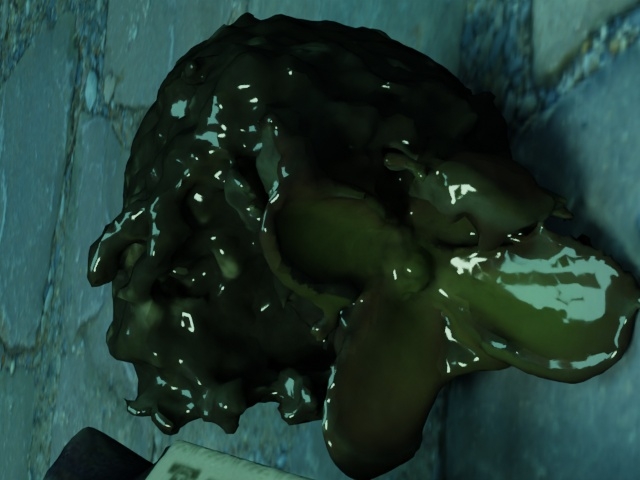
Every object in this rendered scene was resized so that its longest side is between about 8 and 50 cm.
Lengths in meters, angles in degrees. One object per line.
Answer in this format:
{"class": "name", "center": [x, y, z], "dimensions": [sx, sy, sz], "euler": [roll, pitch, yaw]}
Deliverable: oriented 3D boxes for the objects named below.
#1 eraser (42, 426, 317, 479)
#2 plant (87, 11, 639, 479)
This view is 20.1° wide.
{"class": "eraser", "center": [0.002, 0.161, 0.725], "dimensions": [0.404, 0.096, 0.098], "euler": [5, 55, 55]}
{"class": "plant", "center": [0.000, 0.000, 0.809], "dimensions": [0.234, 0.204, 0.178], "euler": [-112, 40, -62]}
